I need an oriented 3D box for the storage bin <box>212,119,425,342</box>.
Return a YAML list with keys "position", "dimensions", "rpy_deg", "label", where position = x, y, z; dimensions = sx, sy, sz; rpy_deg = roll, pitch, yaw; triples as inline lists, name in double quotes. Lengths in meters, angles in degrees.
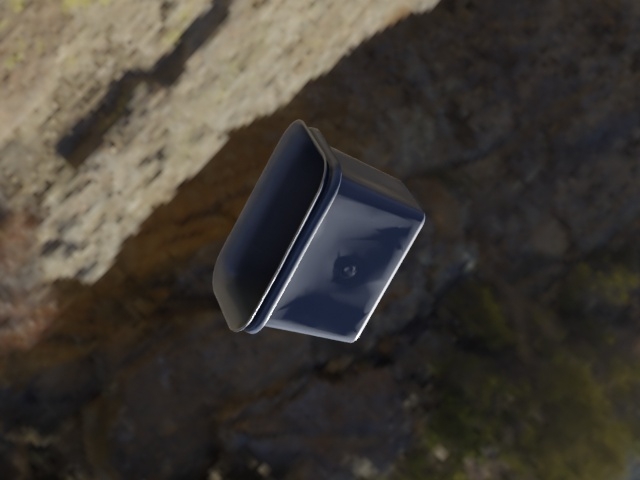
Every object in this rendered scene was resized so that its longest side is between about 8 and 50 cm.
- position: [0.000, 0.000, 1.026]
  dimensions: [0.091, 0.098, 0.135]
  rpy_deg: [19, 111, -27]
  label: "storage bin"
